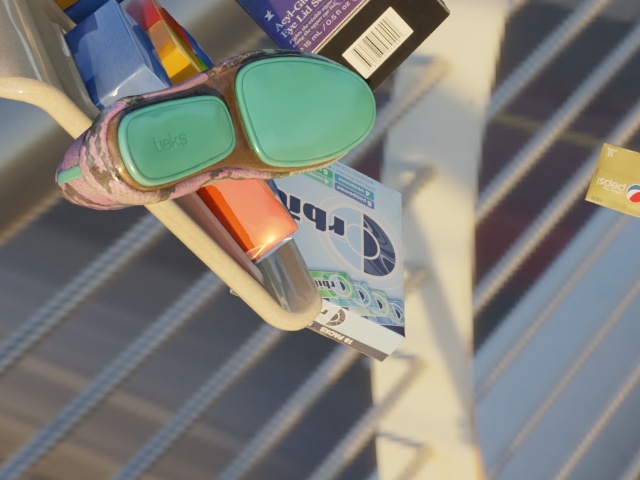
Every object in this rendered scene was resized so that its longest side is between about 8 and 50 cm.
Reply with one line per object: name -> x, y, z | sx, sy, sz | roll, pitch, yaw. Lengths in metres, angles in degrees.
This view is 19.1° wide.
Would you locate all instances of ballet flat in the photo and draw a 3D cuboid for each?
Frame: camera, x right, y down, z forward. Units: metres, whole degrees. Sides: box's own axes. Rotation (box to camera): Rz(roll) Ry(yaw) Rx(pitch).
ballet flat -> -0.064, -0.062, 1.088 | 0.079, 0.076, 0.221 | -11, 6, 43

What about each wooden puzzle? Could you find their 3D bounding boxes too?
wooden puzzle -> -0.138, -0.123, 1.428 | 0.080, 0.348, 0.322 | -40, 42, 11

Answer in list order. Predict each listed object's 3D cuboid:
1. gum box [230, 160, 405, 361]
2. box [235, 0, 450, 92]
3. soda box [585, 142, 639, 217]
gum box -> 0.000, 0.000, 1.671 | 0.157, 0.041, 0.184 | 26, 40, -22
box -> 0.007, -0.257, 1.969 | 0.153, 0.108, 0.207 | -46, 49, 4
soda box -> 0.311, -0.051, 1.808 | 0.061, 0.058, 0.181 | 19, 5, 23
